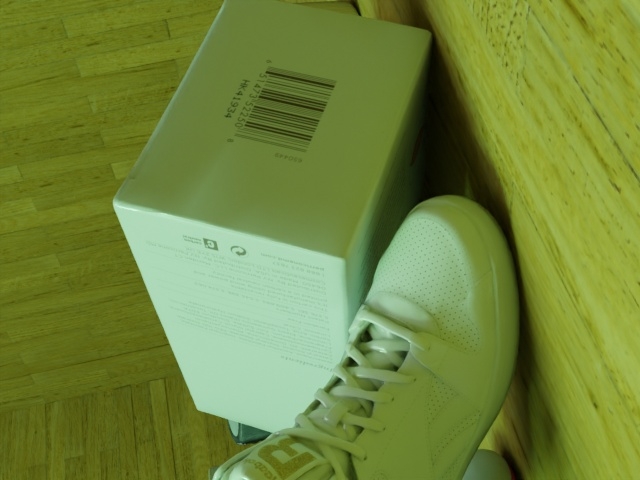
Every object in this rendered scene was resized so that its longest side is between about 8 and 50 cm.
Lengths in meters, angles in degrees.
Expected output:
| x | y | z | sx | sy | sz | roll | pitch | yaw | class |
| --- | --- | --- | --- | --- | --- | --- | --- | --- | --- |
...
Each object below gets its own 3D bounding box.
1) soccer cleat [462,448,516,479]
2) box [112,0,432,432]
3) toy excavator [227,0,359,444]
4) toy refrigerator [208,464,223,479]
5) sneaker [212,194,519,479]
| x | y | z | sx | sy | sz | roll | pitch | yaw | class |
| --- | --- | --- | --- | --- | --- | --- | --- | --- | --- |
| 0.038 | 0.300 | 0.727 | 0.331 | 0.143 | 0.116 | -65 | 14 | -4 | soccer cleat |
| -0.018 | 0.004 | 0.814 | 0.345 | 0.168 | 0.215 | 84 | -156 | -56 | box |
| 0.000 | 0.000 | 1.153 | 0.445 | 0.222 | 0.433 | 125 | 135 | -65 | toy excavator |
| 0.006 | 0.308 | 1.173 | 0.102 | 0.269 | 0.094 | -121 | 19 | -75 | toy refrigerator |
| 0.025 | 0.114 | 0.608 | 0.108 | 0.169 | 0.293 | 20 | 104 | 39 | sneaker |
